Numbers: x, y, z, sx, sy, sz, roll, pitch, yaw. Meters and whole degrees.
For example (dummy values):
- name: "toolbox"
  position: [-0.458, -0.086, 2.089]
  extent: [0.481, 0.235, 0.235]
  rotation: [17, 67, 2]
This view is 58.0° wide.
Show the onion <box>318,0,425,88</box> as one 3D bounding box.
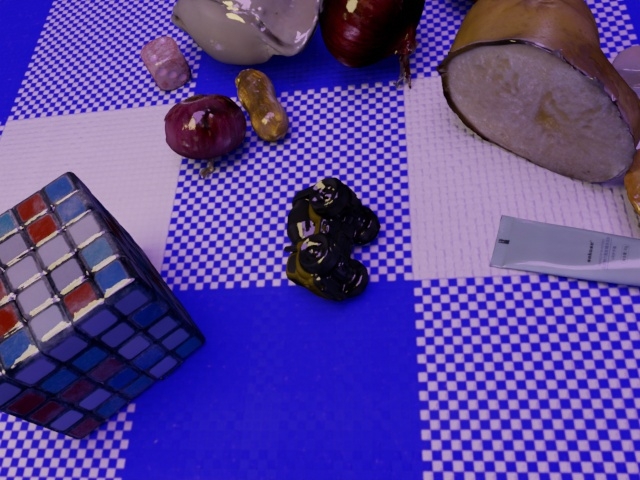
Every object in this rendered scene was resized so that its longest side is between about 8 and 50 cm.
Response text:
- name: "onion"
  position: [0.135, -0.474, 1.237]
  extent: [0.285, 0.273, 0.273]
  rotation: [45, 76, 2]

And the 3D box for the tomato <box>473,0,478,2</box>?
- name: "tomato"
  position: [0.394, -0.690, 1.254]
  extent: [0.290, 0.325, 0.293]
  rotation: [-17, 62, -1]

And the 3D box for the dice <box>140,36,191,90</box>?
- name: "dice"
  position: [-0.374, -0.428, 1.398]
  extent: [0.091, 0.093, 0.094]
  rotation: [-32, 61, -7]

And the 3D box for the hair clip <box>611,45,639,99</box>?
- name: "hair clip"
  position: [0.615, -0.312, 1.150]
  extent: [0.159, 0.071, 0.218]
  rotation: [12, 60, 20]

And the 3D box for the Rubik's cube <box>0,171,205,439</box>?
- name: "Rubik's cube"
  position: [-0.422, 0.116, 0.988]
  extent: [0.292, 0.287, 0.293]
  rotation: [-35, 60, -10]

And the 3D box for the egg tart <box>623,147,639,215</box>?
- name: "egg tart"
  position: [0.645, -0.082, 0.987]
  extent: [0.241, 0.106, 0.240]
  rotation: [-6, 61, 11]

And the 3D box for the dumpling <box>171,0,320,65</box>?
- name: "dumpling"
  position: [-0.157, -0.561, 1.339]
  extent: [0.395, 0.233, 0.315]
  rotation: [26, 78, 31]

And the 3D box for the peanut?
- name: "peanut"
  position: [-0.130, -0.303, 1.283]
  extent: [0.087, 0.087, 0.206]
  rotation: [-25, 61, -3]

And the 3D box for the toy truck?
- name: "toy truck"
  position: [0.000, 0.000, 1.065]
  extent: [0.165, 0.147, 0.224]
  rotation: [-7, 59, 35]

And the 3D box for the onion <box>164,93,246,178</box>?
- name: "onion"
  position: [-0.246, -0.241, 1.238]
  extent: [0.177, 0.153, 0.177]
  rotation: [-16, 46, 17]

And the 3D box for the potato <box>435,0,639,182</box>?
- name: "potato"
  position: [0.441, -0.339, 1.069]
  extent: [0.397, 0.290, 0.296]
  rotation: [28, 70, 27]

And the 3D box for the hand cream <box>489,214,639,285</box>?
- name: "hand cream"
  position: [0.467, 0.022, 0.997]
  extent: [0.321, 0.067, 0.109]
  rotation: [10, 65, 22]
